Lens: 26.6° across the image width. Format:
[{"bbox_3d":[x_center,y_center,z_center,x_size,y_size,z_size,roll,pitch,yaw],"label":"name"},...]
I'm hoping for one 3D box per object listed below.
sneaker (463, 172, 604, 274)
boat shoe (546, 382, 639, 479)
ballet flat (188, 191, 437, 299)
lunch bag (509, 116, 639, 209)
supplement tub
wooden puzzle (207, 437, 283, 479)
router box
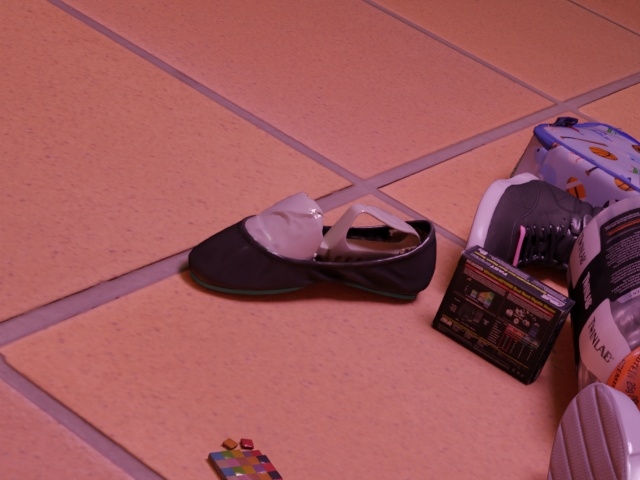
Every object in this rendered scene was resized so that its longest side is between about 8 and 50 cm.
[{"bbox_3d":[0.260,-0.002,1.559,0.146,0.105,0.295,24,21,18],"label":"sneaker"},{"bbox_3d":[0.269,0.259,1.082,0.119,0.121,0.335,20,36,-19],"label":"boat shoe"},{"bbox_3d":[0.000,0.000,1.378,0.280,0.096,0.095,2,32,-33],"label":"ballet flat"},{"bbox_3d":[0.411,-0.057,1.774,0.243,0.115,0.303,-5,37,-45],"label":"lunch bag"},{"bbox_3d":[0.346,0.094,1.337,0.193,0.194,0.316,20,25,-1],"label":"supplement tub"},{"bbox_3d":[-0.058,0.184,1.082,0.049,0.006,0.083,0,33,-36],"label":"wooden puzzle"},{"bbox_3d":[0.184,0.074,1.374,0.122,0.092,0.038,31,28,20],"label":"router box"}]
